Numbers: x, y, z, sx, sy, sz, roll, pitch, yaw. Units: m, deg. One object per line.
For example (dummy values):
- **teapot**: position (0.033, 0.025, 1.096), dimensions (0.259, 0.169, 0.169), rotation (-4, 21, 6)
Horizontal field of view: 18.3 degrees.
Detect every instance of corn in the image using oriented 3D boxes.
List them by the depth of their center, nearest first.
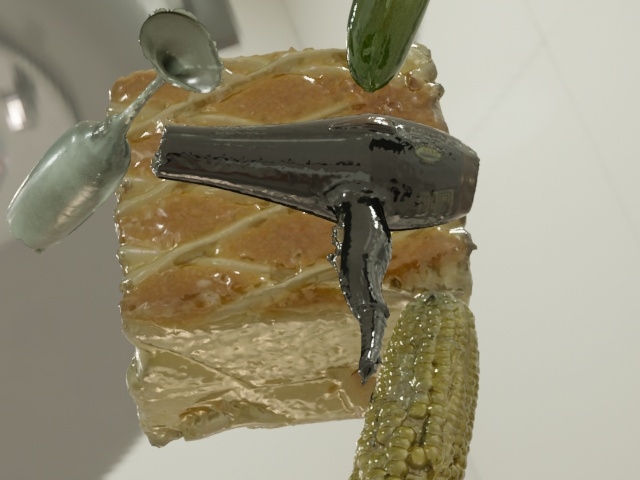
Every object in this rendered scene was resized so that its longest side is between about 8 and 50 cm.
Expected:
- **corn**: position (0.057, 0.157, 1.349), dimensions (0.087, 0.288, 0.086), rotation (10, -39, 8)

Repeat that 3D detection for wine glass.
- **wine glass**: position (-0.167, -0.073, 1.522), dimensions (0.074, 0.074, 0.262), rotation (1, -30, -38)

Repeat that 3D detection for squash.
- **squash**: position (0.082, -0.250, 1.721), dimensions (0.069, 0.069, 0.258), rotation (10, -69, -46)

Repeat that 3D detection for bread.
- **bread**: position (-0.037, 0.003, 2.180), dimensions (0.390, 0.371, 0.279), rotation (-9, -34, 0)

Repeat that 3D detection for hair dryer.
- **hair dryer**: position (0.000, 0.000, 1.763), dimensions (0.304, 0.359, 0.120), rotation (6, -54, -7)
